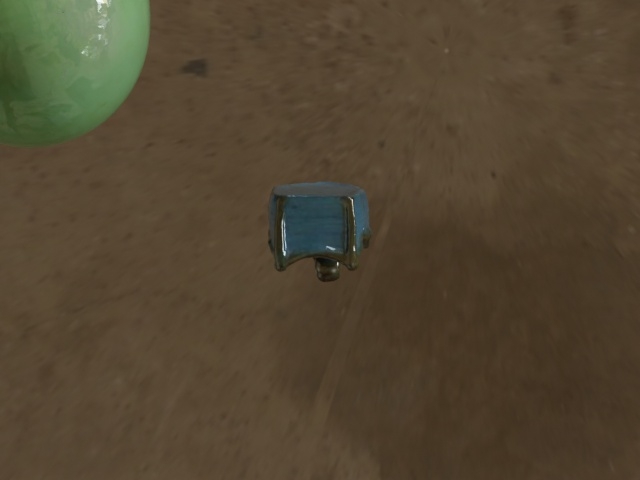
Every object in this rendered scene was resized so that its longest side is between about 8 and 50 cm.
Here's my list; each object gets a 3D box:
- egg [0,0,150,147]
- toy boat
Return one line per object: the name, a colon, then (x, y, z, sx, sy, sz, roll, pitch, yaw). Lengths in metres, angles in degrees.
egg: (-0.261, -0.209, 1.689, 0.220, 0.220, 0.270, -27, 84, 6)
toy boat: (0.000, 0.000, 1.433, 0.075, 0.185, 0.077, 0, 95, 1)
